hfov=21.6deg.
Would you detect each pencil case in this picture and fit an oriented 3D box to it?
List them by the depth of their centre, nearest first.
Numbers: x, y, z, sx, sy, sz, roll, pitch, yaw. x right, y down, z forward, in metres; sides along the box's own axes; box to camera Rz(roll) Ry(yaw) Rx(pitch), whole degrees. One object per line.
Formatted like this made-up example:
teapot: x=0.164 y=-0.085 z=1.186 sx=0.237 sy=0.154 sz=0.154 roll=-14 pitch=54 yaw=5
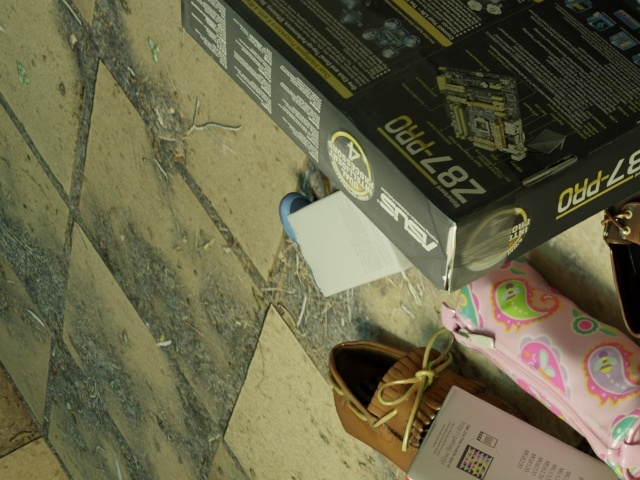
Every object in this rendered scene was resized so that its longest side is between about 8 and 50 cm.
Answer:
pencil case: x=0.249 y=0.125 z=1.681 sx=0.284 sy=0.124 sz=0.124 roll=39 pitch=146 yaw=40

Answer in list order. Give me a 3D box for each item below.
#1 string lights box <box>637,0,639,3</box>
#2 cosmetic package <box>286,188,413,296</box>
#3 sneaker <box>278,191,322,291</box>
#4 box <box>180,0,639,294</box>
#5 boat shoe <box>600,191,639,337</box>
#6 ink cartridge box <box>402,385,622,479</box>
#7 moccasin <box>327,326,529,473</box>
string lights box: x=0.307 y=-0.266 z=1.245 sx=0.133 sy=0.076 sz=0.260 roll=56 pitch=154 yaw=18
cosmetic package: x=0.056 y=-0.014 z=1.969 sx=0.117 sy=0.085 sz=0.231 roll=65 pitch=157 yaw=-2
sneaker: x=0.000 y=0.000 z=2.128 sx=0.144 sy=0.053 sz=0.059 roll=59 pitch=157 yaw=-9
box: x=0.114 y=-0.166 z=1.431 sx=0.395 sy=0.318 sz=0.097 roll=46 pitch=149 yaw=33
boat shoe: x=0.292 y=-0.010 z=1.524 sx=0.073 sy=0.073 sz=0.207 roll=13 pitch=124 yaw=60
ink cartridge box: x=0.203 y=0.334 z=1.799 sx=0.271 sy=0.130 sz=0.309 roll=26 pitch=145 yaw=8
moccasin: x=0.119 y=0.187 z=1.994 sx=0.147 sy=0.139 sz=0.380 roll=63 pitch=166 yaw=-18
